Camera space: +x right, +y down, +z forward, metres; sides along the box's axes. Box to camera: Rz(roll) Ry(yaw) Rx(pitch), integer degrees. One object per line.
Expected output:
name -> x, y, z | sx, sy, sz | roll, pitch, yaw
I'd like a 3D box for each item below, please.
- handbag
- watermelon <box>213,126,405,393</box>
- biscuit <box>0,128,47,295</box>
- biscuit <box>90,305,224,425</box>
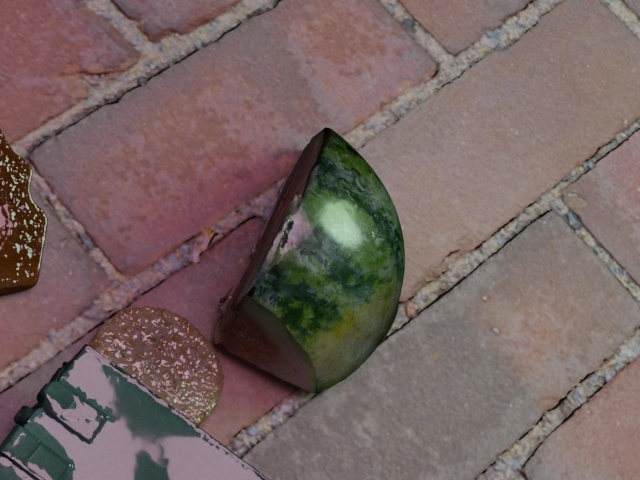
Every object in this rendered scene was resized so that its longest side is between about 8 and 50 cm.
handbag -> -0.208, 0.281, 1.709 | 0.274, 0.100, 0.269 | 33, 59, -4
watermelon -> 0.000, 0.000, 1.924 | 0.180, 0.224, 0.305 | -1, 45, 26
biscuit -> -0.375, -0.041, 1.802 | 0.182, 0.034, 0.215 | -14, 89, -37
biscuit -> -0.173, 0.137, 1.841 | 0.152, 0.020, 0.152 | 12, 58, -19
